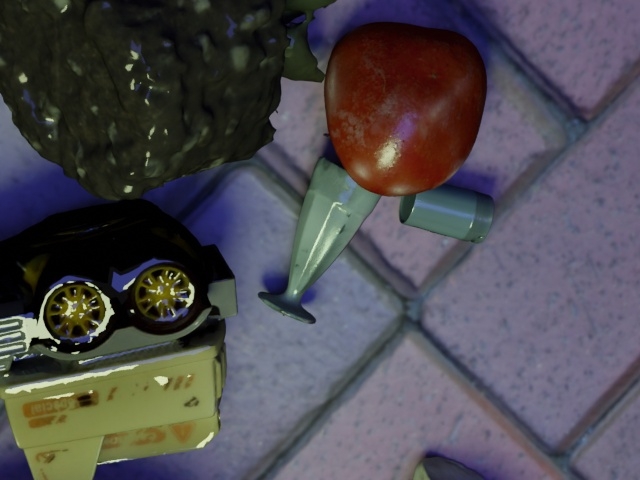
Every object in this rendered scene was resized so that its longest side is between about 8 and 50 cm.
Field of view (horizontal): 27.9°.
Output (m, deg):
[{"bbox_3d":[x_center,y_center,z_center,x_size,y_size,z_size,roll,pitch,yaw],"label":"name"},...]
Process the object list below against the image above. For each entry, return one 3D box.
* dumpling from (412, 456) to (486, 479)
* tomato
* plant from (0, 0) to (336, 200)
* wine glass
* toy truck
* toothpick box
[{"bbox_3d":[0.133,0.347,1.317,0.162,0.132,0.250,33,55,-39],"label":"dumpling"},{"bbox_3d":[0.092,-0.131,1.218,0.166,0.082,0.174,6,73,-20],"label":"tomato"},{"bbox_3d":[-0.112,-0.187,1.120,0.213,0.215,0.312,33,48,19],"label":"plant"},{"bbox_3d":[0.000,0.000,1.262,0.073,0.073,0.155,23,98,-16],"label":"wine glass"},{"bbox_3d":[-0.276,0.111,1.168,0.405,0.180,0.254,-11,110,-14],"label":"toy truck"},{"bbox_3d":[0.126,-0.031,1.291,0.083,0.052,0.052,14,97,-13],"label":"toothpick box"}]
